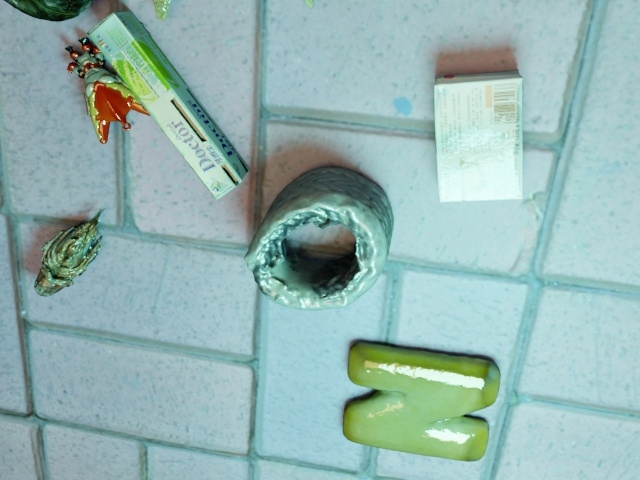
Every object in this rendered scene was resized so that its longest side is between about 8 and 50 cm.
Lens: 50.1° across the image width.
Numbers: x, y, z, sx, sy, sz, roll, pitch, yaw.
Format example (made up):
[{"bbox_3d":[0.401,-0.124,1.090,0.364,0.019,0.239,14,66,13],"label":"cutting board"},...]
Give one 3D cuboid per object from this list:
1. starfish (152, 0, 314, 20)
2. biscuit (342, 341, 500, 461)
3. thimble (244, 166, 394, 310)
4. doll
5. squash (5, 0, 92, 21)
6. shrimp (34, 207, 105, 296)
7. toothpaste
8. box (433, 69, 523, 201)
[{"bbox_3d":[-0.122,-0.482,1.023,0.294,0.084,0.301,2,117,5],"label":"starfish"},{"bbox_3d":[0.188,0.316,1.325,0.291,0.062,0.236,9,115,8],"label":"biscuit"},{"bbox_3d":[0.000,0.000,1.168,0.246,0.157,0.217,-21,107,19],"label":"thimble"},{"bbox_3d":[-0.374,-0.264,1.180,0.109,0.057,0.169,-30,92,3],"label":"doll"},{"bbox_3d":[-0.439,-0.436,1.063,0.193,0.155,0.193,0,133,1],"label":"squash"},{"bbox_3d":[-0.476,0.018,1.309,0.090,0.079,0.233,37,109,-12],"label":"shrimp"},{"bbox_3d":[-0.248,-0.227,1.157,0.067,0.081,0.336,-33,104,18],"label":"toothpaste"},{"bbox_3d":[0.252,-0.165,1.093,0.135,0.081,0.198,-1,111,12],"label":"box"}]
